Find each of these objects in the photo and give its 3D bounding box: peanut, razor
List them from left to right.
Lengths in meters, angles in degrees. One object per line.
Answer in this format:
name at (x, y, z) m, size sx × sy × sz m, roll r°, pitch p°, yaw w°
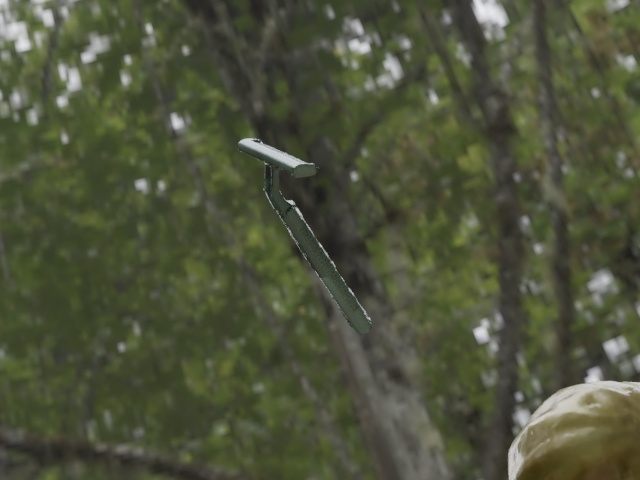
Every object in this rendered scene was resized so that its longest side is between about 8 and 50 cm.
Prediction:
razor at (-0.005, 0.005, 1.715) m, size 0.036 × 0.084 × 0.211 m, roll -39°, pitch -53°, yaw -19°
peanut at (0.234, 0.177, 1.366) m, size 0.147 × 0.148 × 0.319 m, roll -32°, pitch -30°, yaw 15°
